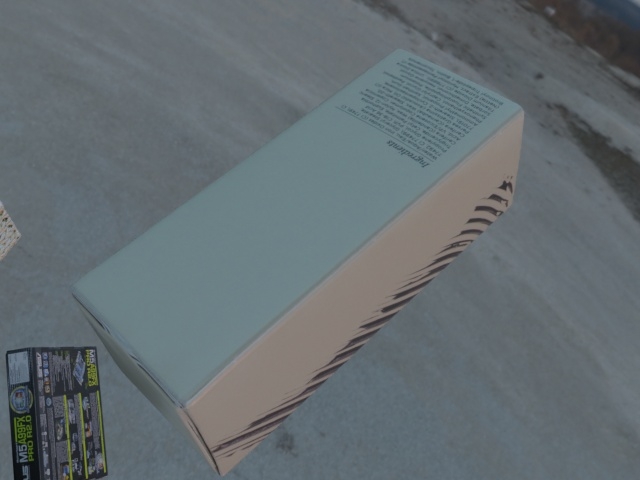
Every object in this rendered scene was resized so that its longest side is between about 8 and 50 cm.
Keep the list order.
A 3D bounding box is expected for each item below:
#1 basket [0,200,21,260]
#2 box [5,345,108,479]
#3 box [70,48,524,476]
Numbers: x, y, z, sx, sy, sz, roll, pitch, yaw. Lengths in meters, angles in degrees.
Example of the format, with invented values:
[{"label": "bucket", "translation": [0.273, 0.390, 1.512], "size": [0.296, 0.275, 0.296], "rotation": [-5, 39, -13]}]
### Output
[{"label": "basket", "translation": [-0.668, 0.007, 1.322], "size": [0.103, 0.113, 0.167], "rotation": [65, 35, -37]}, {"label": "box", "translation": [-0.504, 0.342, 1.348], "size": [0.216, 0.060, 0.270], "rotation": [28, 53, -74]}, {"label": "box", "translation": [0.000, 0.000, 0.435], "size": [0.275, 0.094, 0.113], "rotation": [-39, 55, -22]}]
